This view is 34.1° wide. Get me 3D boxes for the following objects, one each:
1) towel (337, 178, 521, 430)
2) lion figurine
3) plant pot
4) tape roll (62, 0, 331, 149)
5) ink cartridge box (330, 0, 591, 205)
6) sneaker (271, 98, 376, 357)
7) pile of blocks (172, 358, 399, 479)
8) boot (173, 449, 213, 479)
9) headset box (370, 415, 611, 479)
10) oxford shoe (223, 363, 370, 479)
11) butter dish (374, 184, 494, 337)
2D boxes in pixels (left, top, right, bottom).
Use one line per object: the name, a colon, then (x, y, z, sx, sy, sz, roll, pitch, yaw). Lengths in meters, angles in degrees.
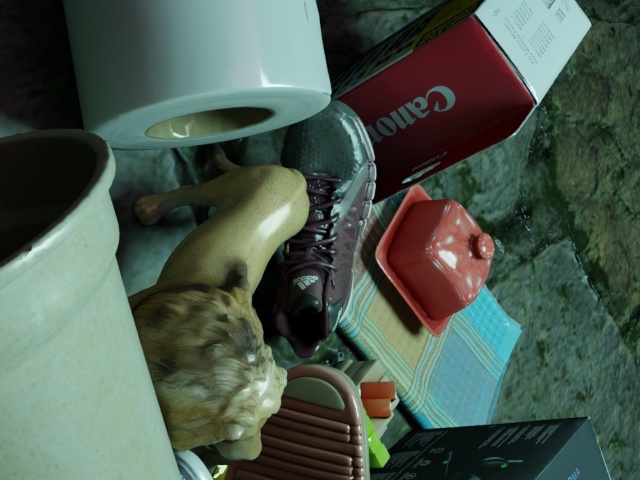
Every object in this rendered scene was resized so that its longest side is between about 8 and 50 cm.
towel: (0.144, 0.099, 1.411, 0.370, 0.040, 0.271, 52, 45, -26)
lion figurine: (-0.095, 0.024, 0.999, 0.142, 0.240, 0.392, 43, 50, -33)
plant pot: (-0.252, 0.129, 0.766, 0.334, 0.334, 0.305, -47, 126, -45)
tape roll: (-0.122, -0.196, 1.026, 0.246, 0.246, 0.169, -5, 84, -50)
ink cartridge box: (0.129, -0.181, 1.248, 0.130, 0.309, 0.272, 51, 45, -13)
sneaker: (0.000, 0.000, 1.118, 0.162, 0.106, 0.281, -73, 165, -65)
pile of blocks: (-0.011, 0.226, 1.139, 0.362, 0.112, 0.149, -10, 87, -49)
boot: (-0.140, 0.295, 0.978, 0.086, 0.069, 0.190, -24, 117, -46)
headset box: (0.174, 0.318, 1.197, 0.246, 0.283, 0.131, -29, 102, -49)
oxford shoe: (-0.013, 0.287, 1.050, 0.146, 0.140, 0.397, -37, 140, -61)
butter dish: (0.170, 0.017, 1.347, 0.160, 0.118, 0.160, 53, 47, -23)
